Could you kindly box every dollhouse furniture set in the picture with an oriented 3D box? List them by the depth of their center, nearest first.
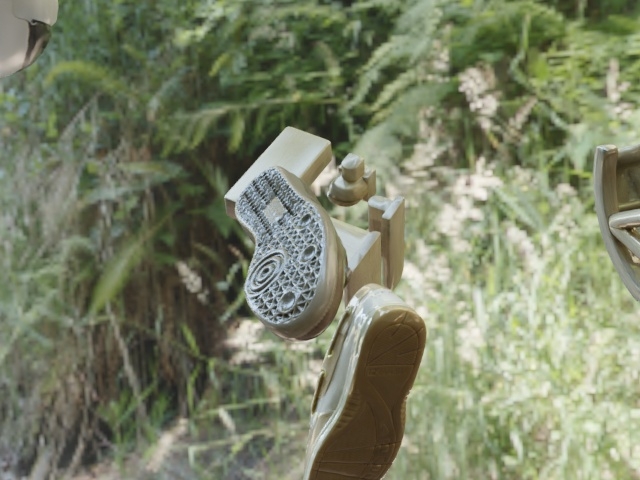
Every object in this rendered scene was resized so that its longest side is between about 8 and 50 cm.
[{"bbox_3d":[0.000,0.000,1.051,0.151,0.123,0.144,22,52,22],"label":"dollhouse furniture set"}]

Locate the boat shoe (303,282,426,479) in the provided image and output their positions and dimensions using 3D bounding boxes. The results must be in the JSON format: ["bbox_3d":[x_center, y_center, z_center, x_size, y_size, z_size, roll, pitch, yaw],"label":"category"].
[{"bbox_3d":[0.025,0.107,0.752,0.063,0.170,0.059,9,25,-24],"label":"boat shoe"}]

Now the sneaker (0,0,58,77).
[{"bbox_3d":[-0.219,-0.114,0.385,0.162,0.106,0.281,2,3,-41],"label":"sneaker"}]

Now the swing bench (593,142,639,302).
[{"bbox_3d":[0.444,-0.018,1.073,0.253,0.165,0.254,-12,18,-16],"label":"swing bench"}]

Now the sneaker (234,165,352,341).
[{"bbox_3d":[-0.004,0.013,0.680,0.066,0.071,0.188,-42,26,13],"label":"sneaker"}]
